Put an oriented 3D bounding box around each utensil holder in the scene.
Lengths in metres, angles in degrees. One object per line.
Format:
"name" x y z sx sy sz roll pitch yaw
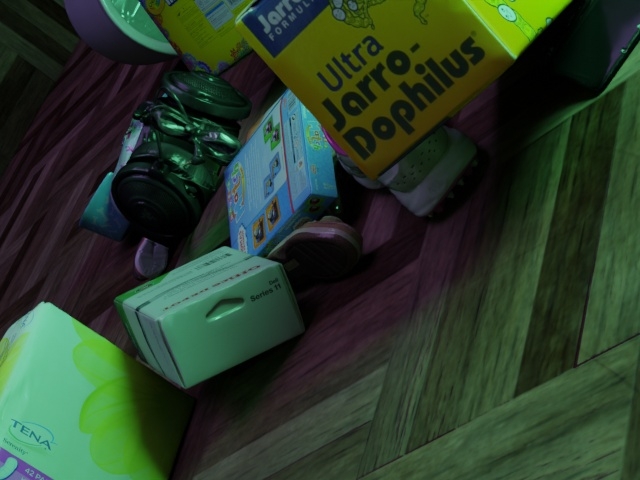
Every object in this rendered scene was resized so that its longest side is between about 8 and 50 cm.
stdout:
"utensil holder" -0.313 -0.498 2.865 0.327 0.327 0.385 -57 18 -10

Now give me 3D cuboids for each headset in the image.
"headset" -0.165 -0.112 2.054 0.394 0.185 0.243 70 -136 -79

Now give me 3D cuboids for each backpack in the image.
"backpack" -0.250 -0.109 2.336 0.182 0.152 0.115 -69 15 -7

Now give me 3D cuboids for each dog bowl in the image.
"dog bowl" -0.281 -0.126 2.465 0.297 0.074 0.166 -57 2 -8

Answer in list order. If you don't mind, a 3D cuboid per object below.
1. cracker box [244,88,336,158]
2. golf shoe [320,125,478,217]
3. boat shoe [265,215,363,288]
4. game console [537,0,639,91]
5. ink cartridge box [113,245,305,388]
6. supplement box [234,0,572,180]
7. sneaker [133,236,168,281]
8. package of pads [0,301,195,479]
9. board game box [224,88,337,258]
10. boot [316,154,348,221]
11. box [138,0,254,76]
"cracker box" -0.008 -0.157 1.925 0.232 0.067 0.156 -44 21 26
"golf shoe" 0.058 -0.119 1.581 0.115 0.140 0.306 -56 20 0
"boat shoe" 0.000 0.000 1.640 0.072 0.068 0.190 -49 15 -24
"game console" 0.265 -0.192 1.417 0.122 0.071 0.107 -54 -11 -3
"ink cartridge box" -0.125 0.081 1.664 0.153 0.087 0.208 -25 12 -15
"supplement box" 0.114 -0.244 1.423 0.194 0.195 0.356 -40 3 37
"sneaker" -0.244 -0.007 2.245 0.065 0.061 0.158 -36 24 57
"package of pads" -0.281 0.233 1.638 0.101 0.229 0.296 -39 23 36
"board game box" -0.051 -0.067 1.768 0.211 0.039 0.160 -46 43 48
"boot" 0.027 -0.066 1.734 0.106 0.037 0.114 -41 25 35
"box" -0.072 -0.411 2.241 0.279 0.177 0.290 -42 10 -34
